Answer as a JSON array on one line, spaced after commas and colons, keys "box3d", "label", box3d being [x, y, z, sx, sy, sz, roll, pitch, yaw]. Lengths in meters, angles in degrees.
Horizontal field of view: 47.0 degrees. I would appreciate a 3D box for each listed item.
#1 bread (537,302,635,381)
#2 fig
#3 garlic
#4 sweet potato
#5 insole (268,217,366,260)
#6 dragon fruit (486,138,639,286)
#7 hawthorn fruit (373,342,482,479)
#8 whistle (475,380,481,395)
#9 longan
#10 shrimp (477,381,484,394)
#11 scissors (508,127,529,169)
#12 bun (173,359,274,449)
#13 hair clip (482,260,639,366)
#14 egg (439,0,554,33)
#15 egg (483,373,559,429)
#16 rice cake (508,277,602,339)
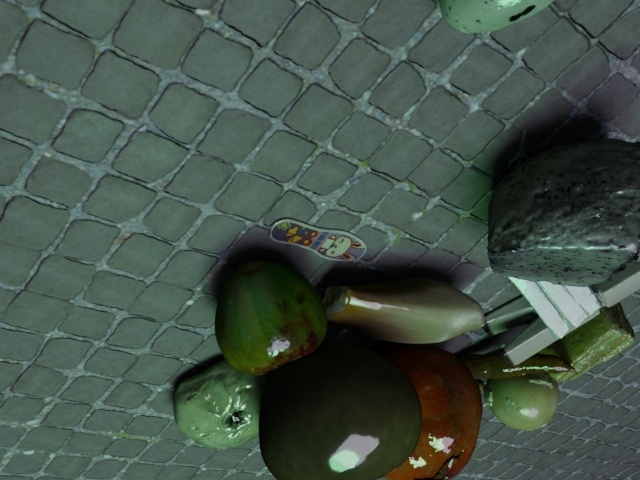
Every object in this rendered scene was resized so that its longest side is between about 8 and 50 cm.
[{"box3d": [0.550, 0.201, 1.550, 0.102, 0.138, 0.196, 23, 124, -27], "label": "bread"}, {"box3d": [-0.084, 0.120, 1.163, 0.181, 0.181, 0.191, -16, 116, -7], "label": "fig"}, {"box3d": [0.140, 0.122, 1.300, 0.318, 0.112, 0.143, 4, 155, -29], "label": "garlic"}, {"box3d": [0.391, 0.259, 1.536, 0.274, 0.067, 0.067, -3, 147, 26], "label": "sweet potato"}, {"box3d": [0.000, 0.000, 1.187, 0.197, 0.004, 0.065, 18, 126, -37], "label": "insole"}, {"box3d": [0.378, -0.051, 1.164, 0.221, 0.203, 0.283, 2, 165, 12], "label": "dragon fruit"}, {"box3d": [0.201, 0.328, 1.460, 0.276, 0.276, 0.307, -41, 164, 21], "label": "hawthorn fruit"}, {"box3d": [0.304, 0.340, 1.625, 0.158, 0.090, 0.090, 24, 122, -41], "label": "whistle"}, {"box3d": [0.029, 0.314, 1.261, 0.300, 0.243, 0.300, 10, 132, 11], "label": "longan"}, {"box3d": [0.327, 0.386, 1.737, 0.095, 0.045, 0.162, 0, 134, -53], "label": "shrimp"}, {"box3d": [0.319, -0.146, 1.166, 0.036, 0.006, 0.083, -15, 139, -10], "label": "scissors"}, {"box3d": [-0.166, 0.313, 1.376, 0.221, 0.108, 0.221, -13, 139, -11], "label": "bun"}, {"box3d": [0.488, 0.125, 1.470, 0.331, 0.101, 0.085, -33, 133, 10], "label": "hair clip"}, {"box3d": [0.212, -0.307, 0.851, 0.131, 0.131, 0.164, 12, 142, -33], "label": "egg"}, {"box3d": [0.444, 0.336, 1.613, 0.164, 0.164, 0.201, -30, 179, 9], "label": "egg"}, {"box3d": [0.426, 0.077, 1.371, 0.124, 0.038, 0.211, -41, 107, 17], "label": "rice cake"}]
